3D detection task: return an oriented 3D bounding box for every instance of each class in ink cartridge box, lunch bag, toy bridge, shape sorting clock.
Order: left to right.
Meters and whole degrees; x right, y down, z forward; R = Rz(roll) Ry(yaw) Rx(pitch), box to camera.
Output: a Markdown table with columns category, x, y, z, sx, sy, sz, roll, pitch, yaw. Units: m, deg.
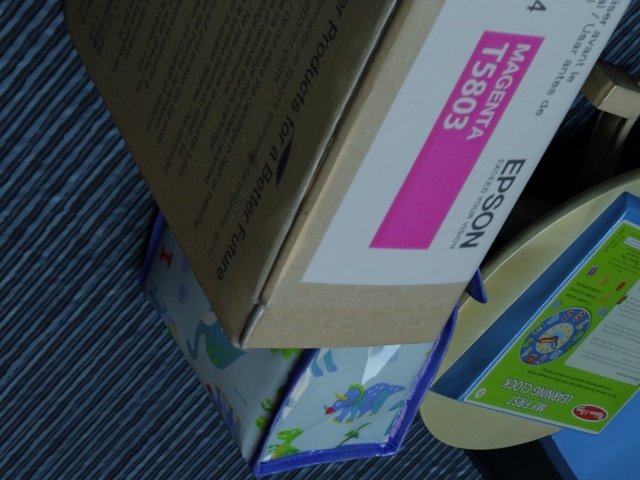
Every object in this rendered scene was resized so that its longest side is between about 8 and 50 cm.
| category | x | y | z | sx | sy | sz | roll | pitch | yaw |
| --- | --- | --- | --- | --- | --- | --- | --- | --- | --- |
| lunch bag | 0.000 | 0.000 | 0.721 | 0.096 | 0.129 | 0.151 | -7 | 132 | -34 |
| ink cartridge box | 0.012 | -0.111 | 0.565 | 0.088 | 0.193 | 0.235 | 2 | 130 | -34 |
| toy bridge | 0.107 | -0.011 | 0.861 | 0.063 | 0.026 | 0.188 | 12 | 123 | -43 |
| shape sorting clock | 0.137 | 0.036 | 0.884 | 0.206 | 0.040 | 0.206 | -24 | 142 | -20 |

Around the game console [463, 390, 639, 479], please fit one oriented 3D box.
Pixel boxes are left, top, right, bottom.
| category | x | y | z | sx | sy | sz | roll | pitch | yaw |
| --- | --- | --- | --- | --- | --- | --- | --- | --- | --- |
| game console | 0.270 | 0.139 | 1.017 | 0.293 | 0.250 | 0.173 | -34 | 167 | 2 |
